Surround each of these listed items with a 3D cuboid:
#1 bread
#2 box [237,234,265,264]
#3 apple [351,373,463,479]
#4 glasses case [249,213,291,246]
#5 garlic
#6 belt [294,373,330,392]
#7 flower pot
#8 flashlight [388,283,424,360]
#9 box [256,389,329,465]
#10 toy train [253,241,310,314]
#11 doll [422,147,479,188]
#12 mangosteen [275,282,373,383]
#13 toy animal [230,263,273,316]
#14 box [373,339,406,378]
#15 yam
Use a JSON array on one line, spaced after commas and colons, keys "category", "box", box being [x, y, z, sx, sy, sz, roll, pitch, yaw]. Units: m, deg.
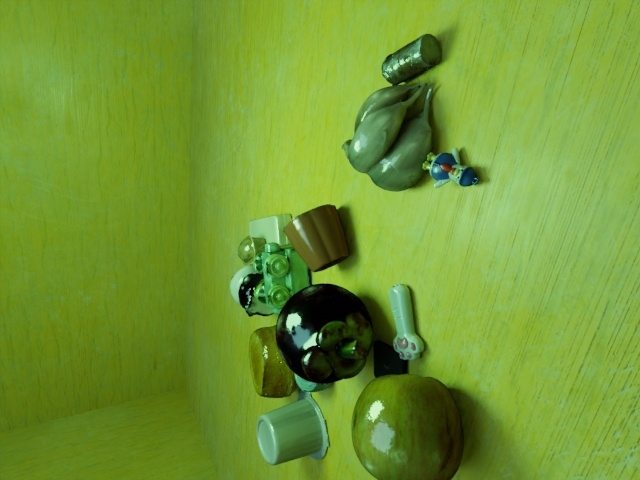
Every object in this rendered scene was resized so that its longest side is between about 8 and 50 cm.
[{"category": "bread", "box": [-0.192, 0.487, 1.676, 0.312, 0.172, 0.312, -178, 90, -65]}, {"category": "box", "box": [-0.299, 0.040, 1.734, 0.177, 0.111, 0.111, -29, 69, 57]}, {"category": "apple", "box": [0.200, 0.425, 0.949, 0.264, 0.264, 0.264, 13, 105, 58]}, {"category": "glasses case", "box": [-0.218, -0.035, 1.754, 0.313, 0.070, 0.131, -6, 90, 59]}, {"category": "garlic", "box": [0.176, -0.256, 1.032, 0.292, 0.210, 0.237, -41, 25, 59]}, {"category": "belt", "box": [-0.025, 0.482, 1.493, 0.163, 0.082, 0.148, 40, 117, 55]}, {"category": "flower pot", "box": [0.000, 0.000, 1.307, 0.173, 0.190, 0.190, 63, 144, 13]}, {"category": "flashlight", "box": [0.219, 0.214, 1.077, 0.093, 0.047, 0.200, -17, 80, 54]}, {"category": "box", "box": [-0.129, 0.753, 1.583, 0.262, 0.206, 0.291, 53, 134, 43]}, {"category": "toy train", "box": [-0.142, 0.139, 1.541, 0.159, 0.188, 0.272, 3, 99, 59]}, {"category": "doll", "box": [0.291, -0.154, 0.903, 0.143, 0.057, 0.099, 40, 110, 44]}, {"category": "mangosteen", "box": [0.007, 0.285, 1.188, 0.313, 0.297, 0.297, -70, -1, -56]}, {"category": "toy animal", "box": [-0.267, 0.210, 1.758, 0.266, 0.212, 0.213, 23, 114, 60]}, {"category": "box", "box": [0.197, 0.358, 1.159, 0.126, 0.027, 0.125, 14, 108, 57]}, {"category": "yam", "box": [0.213, -0.427, 0.974, 0.141, 0.079, 0.079, -3, 92, 57]}]
